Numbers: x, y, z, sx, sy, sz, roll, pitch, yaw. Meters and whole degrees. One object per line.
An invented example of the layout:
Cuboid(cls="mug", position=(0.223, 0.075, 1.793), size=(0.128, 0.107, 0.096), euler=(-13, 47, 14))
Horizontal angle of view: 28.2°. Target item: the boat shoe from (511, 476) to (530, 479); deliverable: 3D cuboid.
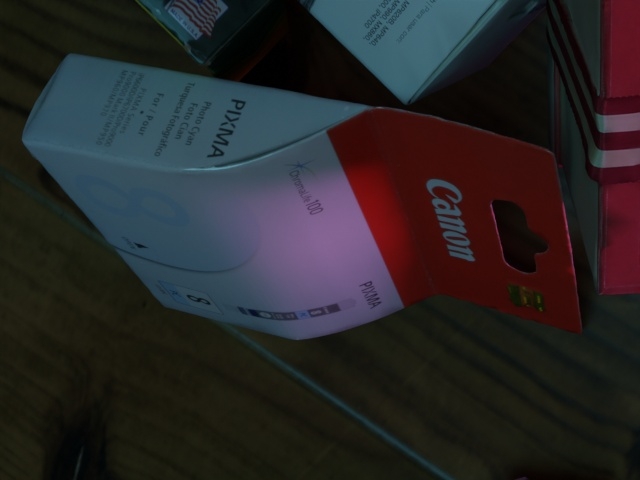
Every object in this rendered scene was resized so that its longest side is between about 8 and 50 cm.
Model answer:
Cuboid(cls="boat shoe", position=(0.223, 0.371, 1.101), size=(0.119, 0.121, 0.335), euler=(-5, 101, 30))

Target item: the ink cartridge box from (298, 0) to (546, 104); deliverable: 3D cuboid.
Cuboid(cls="ink cartridge box", position=(0.039, -0.245, 0.959), size=(0.273, 0.197, 0.114), euler=(44, 119, 7))

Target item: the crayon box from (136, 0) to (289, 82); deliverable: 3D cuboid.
Cuboid(cls="crayon box", position=(-0.121, -0.220, 0.992), size=(0.081, 0.318, 0.202), euler=(-45, 93, 2))

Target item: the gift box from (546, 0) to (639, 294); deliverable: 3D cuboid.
Cuboid(cls="gift box", position=(0.287, -0.122, 0.826), size=(0.276, 0.258, 0.255), euler=(-1, 122, 1))

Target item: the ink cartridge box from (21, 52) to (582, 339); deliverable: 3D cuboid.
Cuboid(cls="ink cartridge box", position=(0.000, 0.000, 1.004), size=(0.385, 0.308, 0.091), euler=(14, 67, 22))
